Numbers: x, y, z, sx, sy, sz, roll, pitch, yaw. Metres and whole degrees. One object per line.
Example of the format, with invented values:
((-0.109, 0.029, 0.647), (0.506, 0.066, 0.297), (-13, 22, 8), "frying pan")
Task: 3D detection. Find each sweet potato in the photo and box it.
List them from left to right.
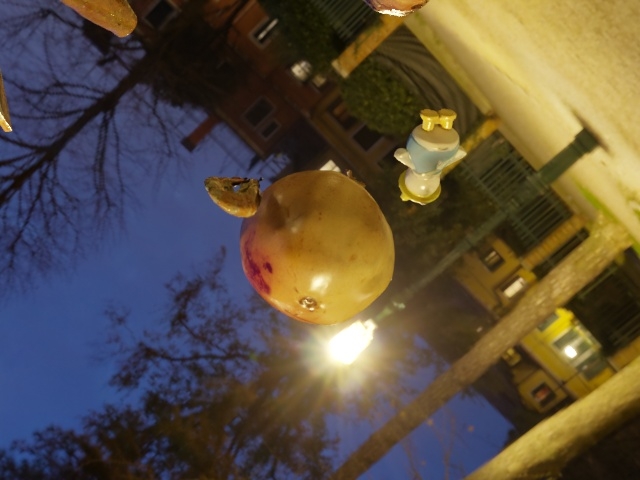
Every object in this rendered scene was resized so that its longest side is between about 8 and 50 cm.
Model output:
((-0.405, -0.433, 1.321), (0.077, 0.077, 0.243), (51, -171, 14), "sweet potato")

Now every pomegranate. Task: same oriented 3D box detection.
((0.000, 0.000, 1.412), (0.319, 0.319, 0.319), (45, -167, -13), "pomegranate")

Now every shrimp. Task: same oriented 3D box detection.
((-0.143, -0.088, 1.277), (0.101, 0.042, 0.190), (39, -160, 0), "shrimp")

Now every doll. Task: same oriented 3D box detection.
((0.222, -0.163, 1.523), (0.099, 0.135, 0.241), (43, 147, 22), "doll")

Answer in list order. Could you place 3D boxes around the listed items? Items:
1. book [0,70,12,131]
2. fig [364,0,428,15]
((-0.580, -0.322, 1.258), (0.295, 0.020, 0.208), (160, 99, -75), "book")
((0.116, -0.670, 1.599), (0.368, 0.286, 0.286), (23, -162, -12), "fig")
